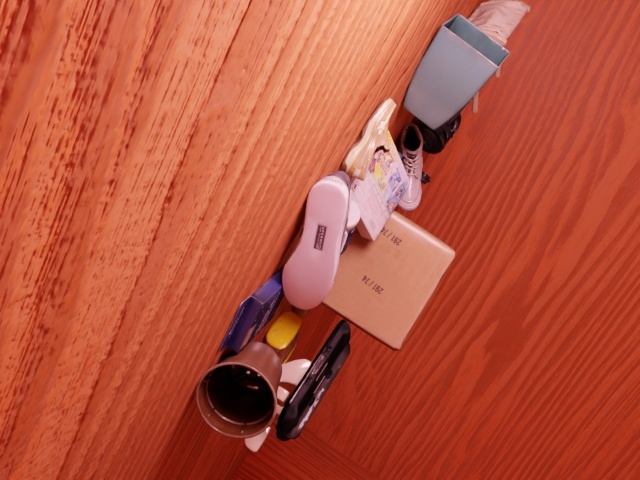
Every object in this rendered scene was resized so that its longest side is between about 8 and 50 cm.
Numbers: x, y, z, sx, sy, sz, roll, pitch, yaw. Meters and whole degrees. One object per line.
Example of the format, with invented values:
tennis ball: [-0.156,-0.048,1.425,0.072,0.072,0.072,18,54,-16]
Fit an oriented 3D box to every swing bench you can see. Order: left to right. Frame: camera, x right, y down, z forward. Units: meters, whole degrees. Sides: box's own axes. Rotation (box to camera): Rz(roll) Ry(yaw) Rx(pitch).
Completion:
swing bench: [0.465,-0.561,1.915,0.253,0.165,0.255,-51,163,-40]

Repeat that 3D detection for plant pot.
plant pot: [-0.155,0.299,1.371,0.167,0.167,0.165,-61,179,16]
plant pot: [0.323,-0.407,1.634,0.234,0.165,0.166,-54,176,36]

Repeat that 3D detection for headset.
headset: [0.403,-0.359,2.167,0.394,0.185,0.243,-46,-179,41]

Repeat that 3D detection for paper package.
paper package: [0.144,0.074,1.707,0.310,0.324,0.168,-58,172,-2]

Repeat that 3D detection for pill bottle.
pill bottle: [0.023,-0.016,1.468,0.094,0.094,0.169,-52,169,-40]

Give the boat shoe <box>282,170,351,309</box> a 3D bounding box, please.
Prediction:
boat shoe: [0.000,0.000,1.339,0.102,0.108,0.301,-52,157,-61]

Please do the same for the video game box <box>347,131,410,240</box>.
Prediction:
video game box: [0.128,-0.131,1.549,0.187,0.048,0.205,-54,142,-18]

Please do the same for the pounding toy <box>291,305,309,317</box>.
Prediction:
pounding toy: [0.023,0.128,1.944,0.237,0.110,0.183,-51,168,-46]

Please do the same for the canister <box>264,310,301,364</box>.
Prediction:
canister: [-0.112,0.286,1.846,0.126,0.073,0.170,-54,169,-32]

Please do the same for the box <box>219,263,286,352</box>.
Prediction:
box: [-0.129,0.147,1.373,0.136,0.036,0.225,-63,170,26]

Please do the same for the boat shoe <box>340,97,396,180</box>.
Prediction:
boat shoe: [0.120,-0.214,1.407,0.190,0.072,0.068,-59,172,-1]

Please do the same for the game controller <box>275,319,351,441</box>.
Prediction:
game controller: [-0.015,0.341,1.608,0.319,0.067,0.167,-54,154,-35]

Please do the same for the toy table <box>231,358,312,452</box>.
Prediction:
toy table: [-0.151,0.365,1.593,0.252,0.160,0.274,-57,171,-11]

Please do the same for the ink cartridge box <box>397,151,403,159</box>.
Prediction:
ink cartridge box: [0.184,-0.200,1.909,0.122,0.052,0.089,-54,171,-41]

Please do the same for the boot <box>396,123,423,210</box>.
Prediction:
boot: [0.263,-0.226,1.970,0.123,0.095,0.258,89,1,-62]
